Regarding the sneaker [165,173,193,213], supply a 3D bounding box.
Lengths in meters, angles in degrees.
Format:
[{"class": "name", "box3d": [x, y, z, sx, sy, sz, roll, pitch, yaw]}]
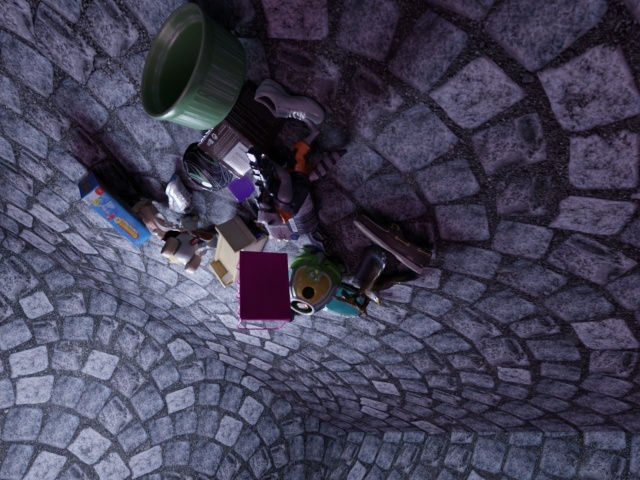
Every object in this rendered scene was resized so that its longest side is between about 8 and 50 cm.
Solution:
[{"class": "sneaker", "box3d": [-0.583, -0.194, 1.800, 0.092, 0.087, 0.229, 16, 151, -2]}]

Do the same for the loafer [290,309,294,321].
[{"class": "loafer", "box3d": [-0.251, 0.358, 2.314, 0.084, 0.096, 0.267, -9, 136, 44]}]

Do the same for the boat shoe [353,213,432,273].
[{"class": "boat shoe", "box3d": [0.265, -0.004, 1.569, 0.324, 0.097, 0.116, 36, -177, -11]}]

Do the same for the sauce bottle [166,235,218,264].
[{"class": "sauce bottle", "box3d": [-0.619, 0.037, 2.086, 0.344, 0.111, 0.111, -16, 129, 38]}]

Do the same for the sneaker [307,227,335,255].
[{"class": "sneaker", "box3d": [0.000, 0.000, 1.762, 0.073, 0.063, 0.162, 13, 151, 52]}]

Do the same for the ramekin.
[{"class": "ramekin", "box3d": [-0.336, -0.447, 1.155, 0.303, 0.303, 0.148, -13, 161, 39]}]

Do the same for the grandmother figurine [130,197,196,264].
[{"class": "grandmother figurine", "box3d": [-0.686, -0.033, 1.948, 0.104, 0.208, 0.342, -39, 93, 24]}]

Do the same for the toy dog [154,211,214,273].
[{"class": "toy dog", "box3d": [-0.554, -0.025, 1.824, 0.161, 0.334, 0.220, -41, 140, 19]}]

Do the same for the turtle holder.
[{"class": "turtle holder", "box3d": [-0.023, 0.181, 1.830, 0.243, 0.227, 0.320, 37, 147, -21]}]

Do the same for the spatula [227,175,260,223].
[{"class": "spatula", "box3d": [-0.268, -0.145, 1.665, 0.030, 0.084, 0.296, 46, 170, 27]}]

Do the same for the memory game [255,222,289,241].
[{"class": "memory game", "box3d": [-0.190, -0.054, 1.819, 0.186, 0.012, 0.186, 14, 143, 11]}]

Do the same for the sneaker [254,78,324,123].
[{"class": "sneaker", "box3d": [-0.095, -0.387, 1.273, 0.212, 0.094, 0.080, 25, 143, -4]}]

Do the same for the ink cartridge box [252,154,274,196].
[{"class": "ink cartridge box", "box3d": [-0.191, -0.198, 1.491, 0.045, 0.208, 0.206, -13, 146, -15]}]

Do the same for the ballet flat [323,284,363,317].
[{"class": "ballet flat", "box3d": [0.023, 0.263, 2.039, 0.409, 0.147, 0.147, 14, 143, 18]}]

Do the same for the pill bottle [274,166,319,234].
[{"class": "pill bottle", "box3d": [-0.089, -0.146, 1.548, 0.130, 0.130, 0.246, 6, 140, 22]}]

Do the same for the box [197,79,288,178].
[{"class": "box", "box3d": [-0.232, -0.336, 1.320, 0.167, 0.203, 0.168, 37, 141, -20]}]

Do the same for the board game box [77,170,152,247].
[{"class": "board game box", "box3d": [-0.907, -0.141, 1.902, 0.302, 0.086, 0.308, 52, 168, -34]}]

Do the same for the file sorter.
[{"class": "file sorter", "box3d": [-0.249, 0.216, 1.805, 0.202, 0.291, 0.182, 4, 151, -18]}]

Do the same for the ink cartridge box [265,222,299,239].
[{"class": "ink cartridge box", "box3d": [-0.150, -0.048, 1.749, 0.122, 0.052, 0.088, 4, 141, 26]}]

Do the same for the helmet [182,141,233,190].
[{"class": "helmet", "box3d": [-0.389, -0.263, 1.534, 0.161, 0.169, 0.169, 27, 148, 24]}]

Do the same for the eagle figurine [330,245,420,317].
[{"class": "eagle figurine", "box3d": [0.230, 0.176, 1.774, 0.298, 0.225, 0.226, -52, 149, 18]}]

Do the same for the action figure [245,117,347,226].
[{"class": "action figure", "box3d": [-0.084, -0.184, 1.257, 0.178, 0.330, 0.341, 30, 171, 15]}]

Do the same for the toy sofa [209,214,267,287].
[{"class": "toy sofa", "box3d": [-0.379, 0.046, 1.951, 0.150, 0.177, 0.362, 51, 147, 15]}]
